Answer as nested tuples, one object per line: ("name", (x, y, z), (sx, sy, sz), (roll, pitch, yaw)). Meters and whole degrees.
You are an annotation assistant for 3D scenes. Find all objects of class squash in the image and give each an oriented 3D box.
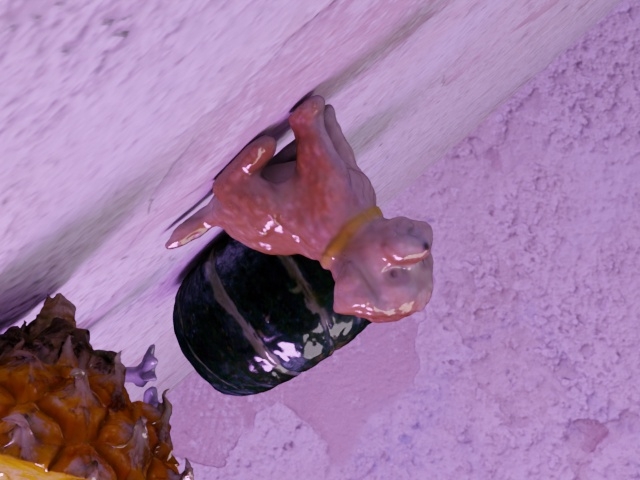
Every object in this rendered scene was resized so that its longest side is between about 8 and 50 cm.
("squash", (-0.040, 0.058, 1.295), (0.252, 0.165, 0.252), (-37, 176, -3))

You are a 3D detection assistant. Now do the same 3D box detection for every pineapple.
("pineapple", (-0.197, 0.099, 0.815), (0.140, 0.249, 0.164), (61, 46, -59))

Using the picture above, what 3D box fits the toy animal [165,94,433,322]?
("toy animal", (-0.008, 0.010, 0.978), (0.184, 0.185, 0.104), (-41, 177, 13))

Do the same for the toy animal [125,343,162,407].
("toy animal", (-0.242, 0.158, 1.111), (0.205, 0.081, 0.367), (-16, 169, -10))
